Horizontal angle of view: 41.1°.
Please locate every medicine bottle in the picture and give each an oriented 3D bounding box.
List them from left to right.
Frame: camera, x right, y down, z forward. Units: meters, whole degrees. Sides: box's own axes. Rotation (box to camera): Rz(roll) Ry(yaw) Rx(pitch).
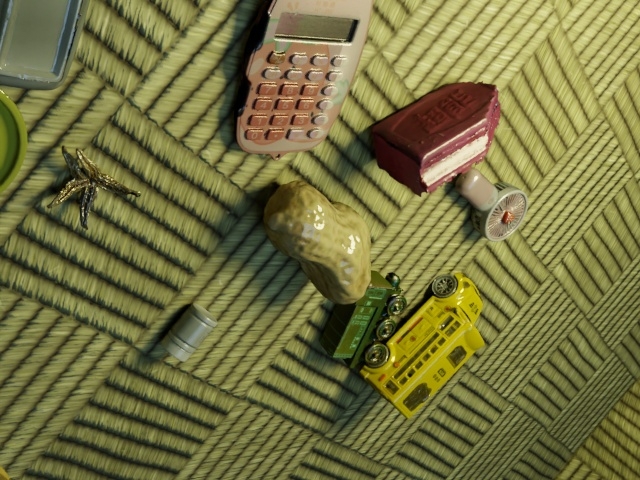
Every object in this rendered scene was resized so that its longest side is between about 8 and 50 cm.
[{"bbox_3d":[-0.232,0.162,1.508,0.091,0.058,0.058,-50,140,1],"label":"medicine bottle"}]

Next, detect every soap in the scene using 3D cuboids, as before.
[{"bbox_3d":[0.228,-0.198,1.567,0.250,0.162,0.099,-32,131,-21],"label":"soap"}]

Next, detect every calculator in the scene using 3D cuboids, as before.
[{"bbox_3d":[-0.035,-0.275,1.361,0.220,0.048,0.329,-7,127,-40],"label":"calculator"}]

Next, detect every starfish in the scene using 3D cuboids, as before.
[{"bbox_3d":[-0.329,-0.079,1.248,0.130,0.041,0.133,5,124,-34],"label":"starfish"}]

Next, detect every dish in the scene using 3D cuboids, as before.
[{"bbox_3d":[-0.353,-0.280,1.045,0.151,0.077,0.212,2,119,-43],"label":"dish"}]

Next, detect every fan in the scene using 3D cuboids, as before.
[{"bbox_3d":[0.362,-0.083,1.834,0.130,0.074,0.244,-53,139,5],"label":"fan"}]

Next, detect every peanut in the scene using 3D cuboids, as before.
[{"bbox_3d":[0.004,-0.006,1.534,0.291,0.143,0.159,48,51,-44],"label":"peanut"}]

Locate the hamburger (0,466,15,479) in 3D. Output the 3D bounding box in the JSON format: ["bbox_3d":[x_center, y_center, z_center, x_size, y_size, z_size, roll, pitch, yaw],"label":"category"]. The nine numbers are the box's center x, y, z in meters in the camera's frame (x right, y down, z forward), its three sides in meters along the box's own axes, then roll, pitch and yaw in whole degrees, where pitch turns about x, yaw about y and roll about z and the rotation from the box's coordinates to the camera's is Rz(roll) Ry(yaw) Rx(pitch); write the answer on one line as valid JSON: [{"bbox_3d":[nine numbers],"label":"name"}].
[{"bbox_3d":[-0.595,0.401,1.304,0.237,0.149,0.237,-26,131,-35],"label":"hamburger"}]

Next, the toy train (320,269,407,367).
[{"bbox_3d":[0.086,0.163,1.775,0.137,0.090,0.225,7,115,-37],"label":"toy train"}]

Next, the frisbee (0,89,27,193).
[{"bbox_3d":[-0.488,-0.116,1.068,0.236,0.017,0.236,-21,140,-19],"label":"frisbee"}]

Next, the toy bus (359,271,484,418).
[{"bbox_3d":[0.252,0.233,1.922,0.330,0.152,0.144,-45,138,-4],"label":"toy bus"}]
